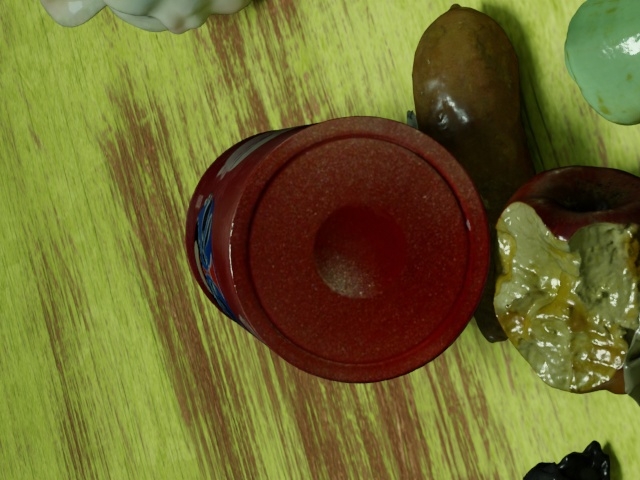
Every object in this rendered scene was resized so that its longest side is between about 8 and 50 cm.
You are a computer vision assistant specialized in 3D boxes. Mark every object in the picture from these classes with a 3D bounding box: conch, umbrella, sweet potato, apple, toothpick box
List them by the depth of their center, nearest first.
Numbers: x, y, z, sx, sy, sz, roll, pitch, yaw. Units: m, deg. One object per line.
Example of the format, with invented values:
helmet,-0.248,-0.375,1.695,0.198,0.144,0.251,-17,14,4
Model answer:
conch,0.238,-0.132,1.044,0.170,0.079,0.106,-3,112,63
apple,0.206,0.031,1.083,0.156,0.147,0.158,7,116,25
sweet potato,0.134,-0.057,1.220,0.097,0.097,0.292,-7,92,58
toothpick box,0.000,0.000,1.232,0.333,0.204,0.204,-171,74,-78
umbrella,0.172,0.243,1.259,0.059,0.066,0.236,63,146,19

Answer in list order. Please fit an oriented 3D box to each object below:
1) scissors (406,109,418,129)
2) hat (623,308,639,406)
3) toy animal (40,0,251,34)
scissors,0.096,-0.016,1.356,0.110,0.021,0.212,11,107,60
hat,0.285,0.038,0.998,0.144,0.166,0.173,96,-179,-58
toy animal,-0.163,-0.340,1.536,0.368,0.196,0.241,-56,45,46
